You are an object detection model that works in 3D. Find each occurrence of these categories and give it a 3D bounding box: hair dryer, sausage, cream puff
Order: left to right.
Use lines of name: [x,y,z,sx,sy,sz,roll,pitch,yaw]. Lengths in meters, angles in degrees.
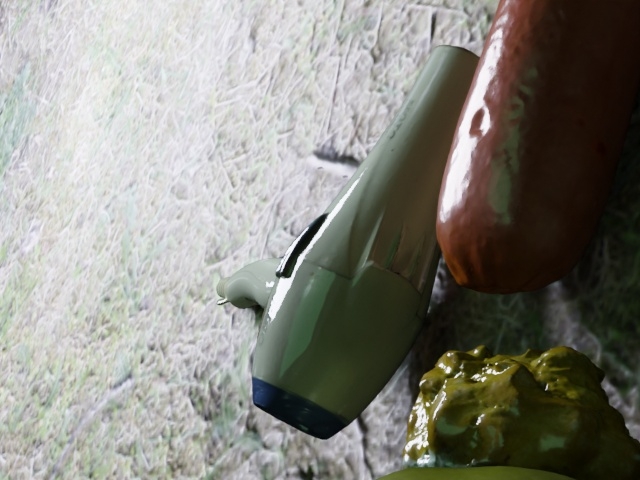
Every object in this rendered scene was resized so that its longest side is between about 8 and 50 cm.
hair dryer: [0.026,-0.024,1.071,0.296,0.119,0.298,-55,23,7]
cream puff: [0.121,0.116,0.828,0.146,0.146,0.116,-33,32,39]
sausage: [0.148,-0.087,0.916,0.113,0.113,0.259,5,75,54]

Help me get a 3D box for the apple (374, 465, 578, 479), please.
apple: [0.082,0.244,0.691,0.279,0.279,0.279,-30,49,41]
